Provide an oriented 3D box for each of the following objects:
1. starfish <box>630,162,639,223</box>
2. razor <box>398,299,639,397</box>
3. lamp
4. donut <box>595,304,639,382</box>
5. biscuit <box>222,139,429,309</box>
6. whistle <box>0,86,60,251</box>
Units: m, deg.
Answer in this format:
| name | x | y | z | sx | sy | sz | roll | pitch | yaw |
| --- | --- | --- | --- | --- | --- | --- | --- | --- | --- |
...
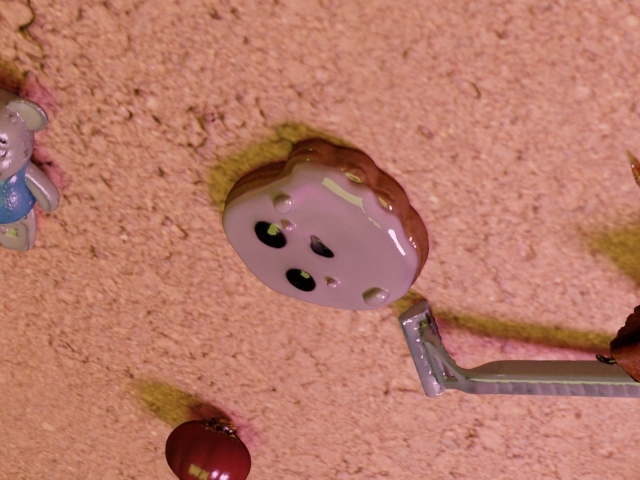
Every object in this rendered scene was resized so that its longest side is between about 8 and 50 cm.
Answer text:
| name | x | y | z | sx | sy | sz | roll | pitch | yaw |
| --- | --- | --- | --- | --- | --- | --- | --- | --- | --- |
| starfish | 0.273 | -0.030 | 1.243 | 0.086 | 0.016 | 0.092 | 32 | 146 | -3 |
| razor | 0.209 | 0.120 | 1.424 | 0.278 | 0.056 | 0.111 | 5 | 136 | 28 |
| lamp | -0.126 | 0.242 | 1.749 | 0.101 | 0.090 | 0.101 | 25 | -179 | 0 |
| donut | 0.358 | 0.114 | 1.300 | 0.217 | 0.085 | 0.141 | 42 | 141 | -20 |
| biscuit | 0.000 | 0.000 | 1.421 | 0.208 | 0.049 | 0.181 | -23 | 120 | 44 |
| whistle | -0.310 | -0.062 | 1.518 | 0.114 | 0.077 | 0.235 | 9 | 143 | 4 |
